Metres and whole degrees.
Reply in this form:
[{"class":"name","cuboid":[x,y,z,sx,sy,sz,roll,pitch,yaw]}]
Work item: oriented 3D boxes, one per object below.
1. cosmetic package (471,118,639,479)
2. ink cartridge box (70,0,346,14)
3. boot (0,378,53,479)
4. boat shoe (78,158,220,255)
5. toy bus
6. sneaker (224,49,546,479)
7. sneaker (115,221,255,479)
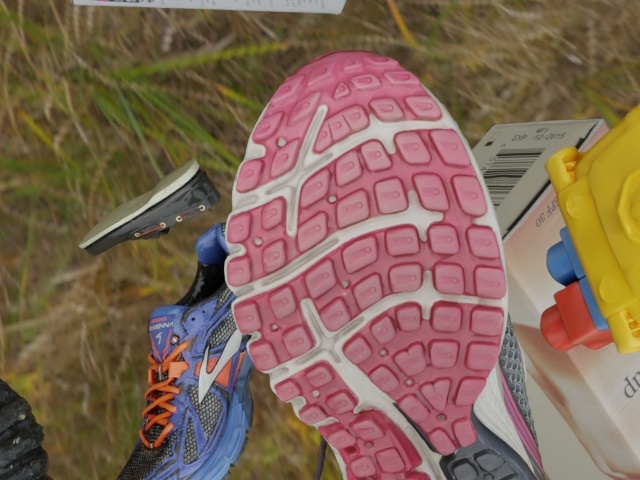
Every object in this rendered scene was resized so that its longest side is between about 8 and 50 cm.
[{"class":"cosmetic package","cuboid":[0.206,0.066,1.431,0.153,0.129,0.296,-50,118,-26]},{"class":"ink cartridge box","cuboid":[-0.046,-0.349,1.675,0.330,0.324,0.071,4,151,4]},{"class":"boot","cuboid":[-0.254,0.140,1.060,0.260,0.131,0.348,-33,155,-42]},{"class":"boat shoe","cuboid":[-0.141,-0.017,1.525,0.133,0.049,0.042,-29,111,25]},{"class":"toy bus","cuboid":[0.221,-0.007,0.982,0.220,0.149,0.211,-1,153,-45]},{"class":"sneaker","cuboid":[0.034,0.054,0.860,0.121,0.112,0.299,-11,113,6]},{"class":"sneaker","cuboid":[-0.086,0.083,1.221,0.087,0.083,0.221,41,57,-28]}]
